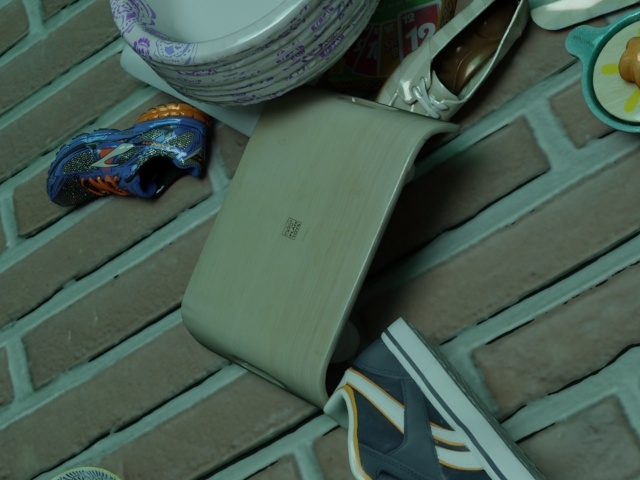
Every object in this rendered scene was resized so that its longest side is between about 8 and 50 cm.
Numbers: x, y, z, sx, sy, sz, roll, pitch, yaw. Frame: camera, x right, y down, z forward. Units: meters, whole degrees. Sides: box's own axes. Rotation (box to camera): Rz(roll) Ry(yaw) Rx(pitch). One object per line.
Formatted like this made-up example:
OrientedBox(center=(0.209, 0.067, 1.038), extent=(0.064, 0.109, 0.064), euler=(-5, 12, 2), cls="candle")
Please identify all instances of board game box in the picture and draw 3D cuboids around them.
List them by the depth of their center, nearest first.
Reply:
OrientedBox(center=(0.094, -0.287, 1.462), extent=(0.124, 0.039, 0.259), euler=(1, 65, 32), cls="board game box")

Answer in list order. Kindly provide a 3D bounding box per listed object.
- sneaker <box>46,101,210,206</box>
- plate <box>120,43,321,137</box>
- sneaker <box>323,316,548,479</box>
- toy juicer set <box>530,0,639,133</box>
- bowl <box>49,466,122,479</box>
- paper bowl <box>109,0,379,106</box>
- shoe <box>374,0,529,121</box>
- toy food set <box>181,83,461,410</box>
OrientedBox(center=(-0.225, -0.084, 1.532), extent=(0.221, 0.083, 0.087), euler=(-22, 60, 23), cls="sneaker")
OrientedBox(center=(-0.075, -0.270, 1.496), extent=(0.277, 0.045, 0.278), euler=(30, 79, 38), cls="plate")
OrientedBox(center=(0.117, 0.207, 1.145), extent=(0.127, 0.126, 0.321), euler=(-43, 42, 2), cls="sneaker")
OrientedBox(center=(0.337, -0.177, 1.216), extent=(0.209, 0.089, 0.329), euler=(-34, 53, 14), cls="toy juicer set")
OrientedBox(center=(-0.225, 0.319, 1.330), extent=(0.170, 0.080, 0.170), euler=(-14, 60, 26), cls="bowl")
OrientedBox(center=(-0.062, -0.263, 1.358), extent=(0.284, 0.148, 0.284), euler=(-14, 56, 21), cls="paper bowl")
OrientedBox(center=(0.131, -0.178, 1.348), extent=(0.076, 0.058, 0.219), euler=(42, 90, -5), cls="shoe")
OrientedBox(center=(0.000, 0.000, 1.330), extent=(0.220, 0.092, 0.306), euler=(23, 89, 45), cls="toy food set")
